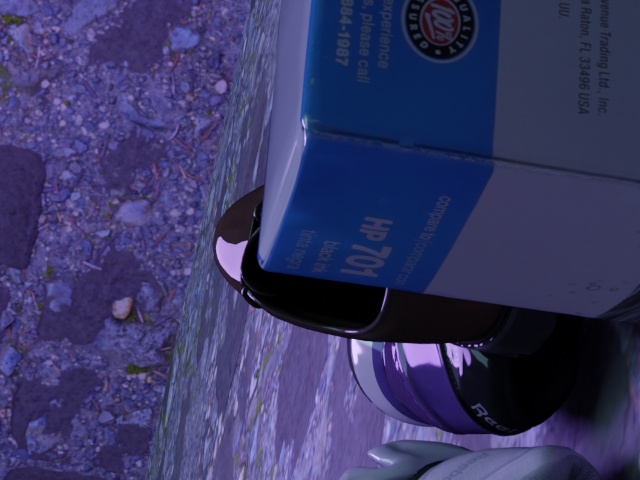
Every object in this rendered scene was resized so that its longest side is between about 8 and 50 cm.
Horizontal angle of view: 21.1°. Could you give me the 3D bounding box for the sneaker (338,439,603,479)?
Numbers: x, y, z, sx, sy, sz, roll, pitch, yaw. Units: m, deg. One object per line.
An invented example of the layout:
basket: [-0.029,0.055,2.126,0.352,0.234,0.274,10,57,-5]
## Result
sneaker: [0.031,0.196,0.645,0.118,0.110,0.292,-19,40,47]

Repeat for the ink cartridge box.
ink cartridge box: [0.087,-0.054,0.441,0.082,0.191,0.139,114,164,-61]

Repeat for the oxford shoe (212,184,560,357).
oxford shoe: [0.000,0.000,0.731,0.227,0.096,0.082,2,87,61]

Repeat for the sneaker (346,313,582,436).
sneaker: [0.095,-0.052,0.772,0.124,0.107,0.283,178,98,-66]
